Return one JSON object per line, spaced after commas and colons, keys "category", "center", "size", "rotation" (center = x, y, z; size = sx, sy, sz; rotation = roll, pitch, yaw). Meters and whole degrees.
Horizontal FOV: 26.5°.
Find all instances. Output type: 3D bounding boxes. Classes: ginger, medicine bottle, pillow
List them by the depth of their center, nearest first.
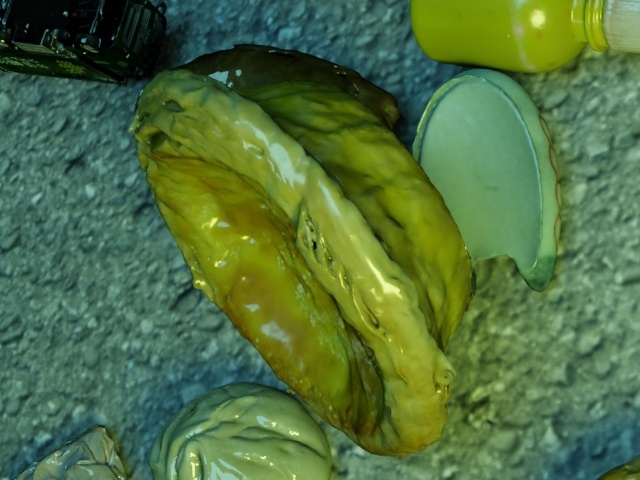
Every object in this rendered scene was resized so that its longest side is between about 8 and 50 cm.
{"category": "medicine bottle", "center": [0.196, -0.206, 1.192], "size": [0.212, 0.122, 0.122], "rotation": [11, 81, 32]}
{"category": "ginger", "center": [-0.034, -0.121, 1.314], "size": [0.309, 0.107, 0.133], "rotation": [13, 68, 29]}
{"category": "pillow", "center": [-0.229, 0.312, 1.330], "size": [0.135, 0.049, 0.248], "rotation": [-30, 65, 15]}

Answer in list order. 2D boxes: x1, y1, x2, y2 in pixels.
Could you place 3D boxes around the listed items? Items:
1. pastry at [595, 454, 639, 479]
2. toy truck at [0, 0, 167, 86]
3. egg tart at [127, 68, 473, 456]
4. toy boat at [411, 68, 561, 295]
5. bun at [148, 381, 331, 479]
{"category": "pastry", "center": [0.261, 0.255, 1.032], "size": [0.192, 0.093, 0.182], "rotation": [-29, 60, 21]}
{"category": "toy truck", "center": [-0.282, -0.229, 1.481], "size": [0.259, 0.121, 0.088], "rotation": [10, 80, 33]}
{"category": "egg tart", "center": [0.000, 0.000, 1.129], "size": [0.169, 0.388, 0.388], "rotation": [-37, 56, -15]}
{"category": "toy boat", "center": [0.152, -0.050, 1.211], "size": [0.134, 0.079, 0.207], "rotation": [-15, 79, 34]}
{"category": "bun", "center": [-0.083, 0.210, 1.242], "size": [0.183, 0.102, 0.183], "rotation": [-9, 70, 25]}
